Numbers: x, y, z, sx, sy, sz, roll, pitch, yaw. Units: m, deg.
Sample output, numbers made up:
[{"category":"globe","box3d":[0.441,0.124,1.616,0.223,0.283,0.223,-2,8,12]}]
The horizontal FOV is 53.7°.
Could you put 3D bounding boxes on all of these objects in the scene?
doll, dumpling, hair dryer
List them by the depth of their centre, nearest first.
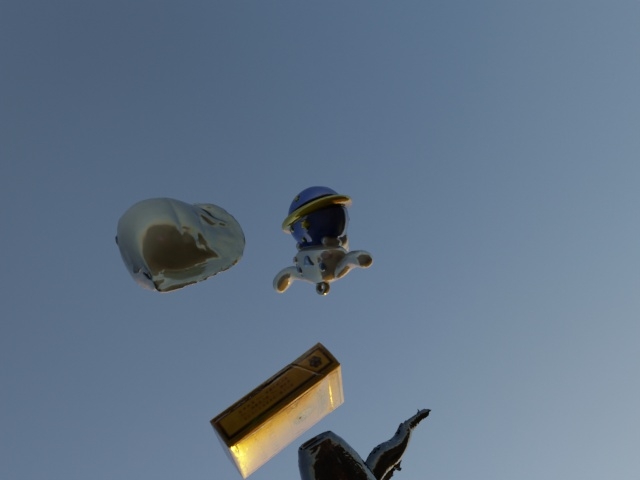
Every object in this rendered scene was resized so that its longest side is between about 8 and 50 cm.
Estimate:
[{"category":"hair dryer","box3d":[0.130,0.400,1.054,0.304,0.120,0.359,57,-142,3]},{"category":"dumpling","box3d":[-0.249,0.011,1.155,0.226,0.175,0.243,-13,-118,-24]},{"category":"doll","box3d":[-0.012,0.007,1.528,0.159,0.311,0.243,-22,-101,-53]}]

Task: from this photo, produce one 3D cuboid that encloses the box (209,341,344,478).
[{"category":"box","box3d":[-0.088,0.386,1.435,0.301,0.084,0.193,-33,-34,-20]}]
